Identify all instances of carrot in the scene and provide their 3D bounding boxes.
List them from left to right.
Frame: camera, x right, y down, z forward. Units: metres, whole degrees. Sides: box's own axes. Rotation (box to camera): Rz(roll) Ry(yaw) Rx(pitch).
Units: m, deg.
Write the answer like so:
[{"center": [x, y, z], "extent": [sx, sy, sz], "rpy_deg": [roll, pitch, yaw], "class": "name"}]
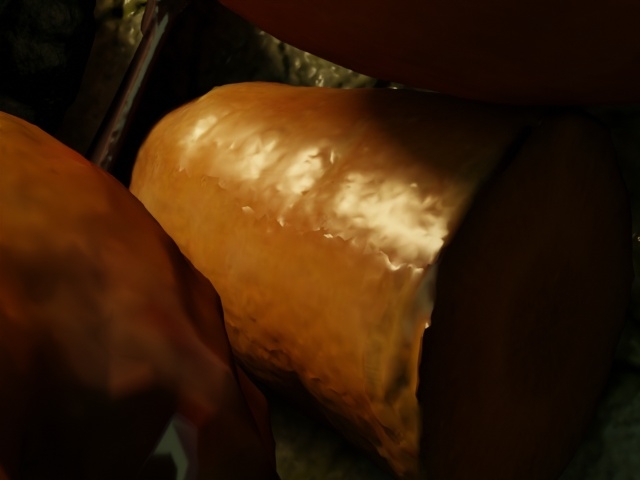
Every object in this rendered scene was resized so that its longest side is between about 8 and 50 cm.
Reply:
[{"center": [0.000, 0.000, 0.556], "extent": [0.225, 0.159, 0.159], "rpy_deg": [21, 92, 34], "class": "carrot"}]

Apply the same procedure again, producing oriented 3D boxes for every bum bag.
[{"center": [-0.087, -0.078, 0.623], "extent": [0.026, 0.109, 0.159], "rpy_deg": [24, 95, -14], "class": "bum bag"}]

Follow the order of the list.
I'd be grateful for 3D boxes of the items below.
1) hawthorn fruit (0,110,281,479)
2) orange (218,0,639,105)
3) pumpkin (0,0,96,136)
[{"center": [-0.218, 0.147, 0.467], "extent": [0.472, 0.472, 0.471], "rpy_deg": [-2, 84, 21], "class": "hawthorn fruit"}, {"center": [0.074, -0.255, 0.441], "extent": [0.424, 0.326, 0.423], "rpy_deg": [22, 125, 35], "class": "orange"}, {"center": [-0.202, -0.110, 0.648], "extent": [0.202, 0.140, 0.202], "rpy_deg": [-1, 87, 19], "class": "pumpkin"}]
